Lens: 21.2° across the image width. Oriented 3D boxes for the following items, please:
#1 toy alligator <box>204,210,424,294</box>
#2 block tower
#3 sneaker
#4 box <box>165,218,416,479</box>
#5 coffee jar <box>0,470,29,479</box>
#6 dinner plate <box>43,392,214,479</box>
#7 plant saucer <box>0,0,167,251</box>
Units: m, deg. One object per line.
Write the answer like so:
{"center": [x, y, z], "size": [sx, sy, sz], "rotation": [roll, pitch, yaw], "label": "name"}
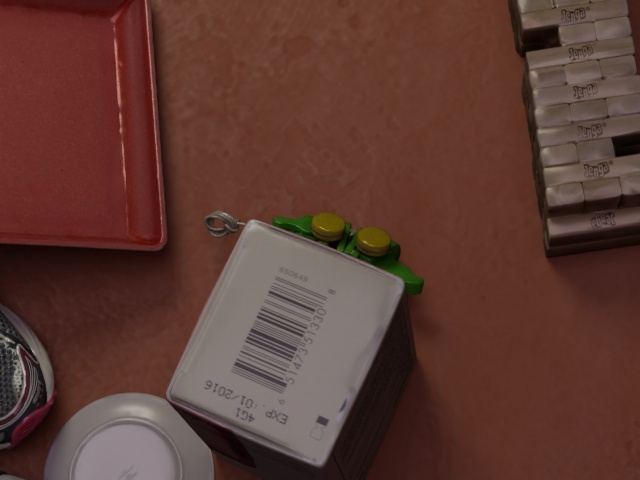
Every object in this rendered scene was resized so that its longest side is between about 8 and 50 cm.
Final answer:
{"center": [0.000, 0.000, 1.415], "size": [0.190, 0.056, 0.051], "rotation": [18, 33, 11], "label": "toy alligator"}
{"center": [0.210, -0.163, 1.425], "size": [0.097, 0.091, 0.335], "rotation": [-8, 73, 1], "label": "block tower"}
{"center": [-0.339, 0.055, 1.392], "size": [0.299, 0.112, 0.121], "rotation": [42, 81, 14], "label": "sneaker"}
{"center": [-0.014, 0.101, 1.287], "size": [0.127, 0.232, 0.148], "rotation": [22, 76, 11], "label": "box"}
{"center": [-0.256, 0.226, 1.343], "size": [0.184, 0.079, 0.096], "rotation": [18, 100, 11], "label": "coffee jar"}
{"center": [-0.157, 0.191, 1.385], "size": [0.141, 0.017, 0.141], "rotation": [-1, 74, 4], "label": "dinner plate"}
{"center": [-0.264, -0.108, 1.418], "size": [0.258, 0.048, 0.259], "rotation": [3, 67, -23], "label": "plant saucer"}
